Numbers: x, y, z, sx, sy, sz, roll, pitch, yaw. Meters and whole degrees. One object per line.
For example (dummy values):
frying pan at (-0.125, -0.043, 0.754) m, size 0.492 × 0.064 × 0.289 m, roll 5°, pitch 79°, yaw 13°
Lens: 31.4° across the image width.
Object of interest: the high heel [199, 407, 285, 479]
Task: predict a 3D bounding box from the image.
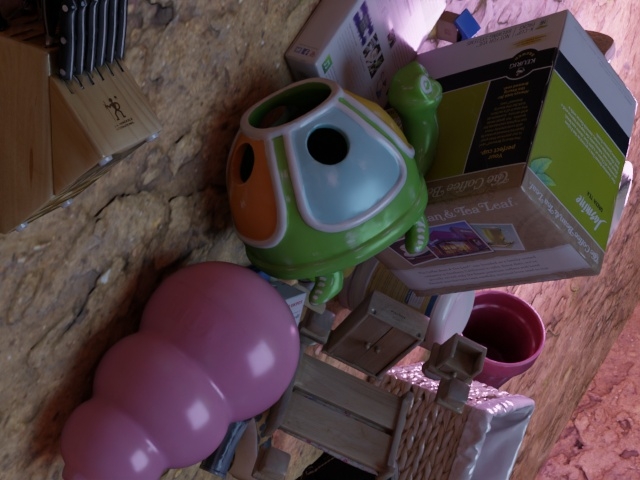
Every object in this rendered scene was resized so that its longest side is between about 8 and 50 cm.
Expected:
high heel at (-0.086, 0.286, 1.765) m, size 0.186 × 0.093 × 0.261 m, roll -69°, pitch 155°, yaw -10°

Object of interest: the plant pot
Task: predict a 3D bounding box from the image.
plant pot at (0.377, 0.239, 2.534) m, size 0.201 × 0.201 × 0.180 m, roll -49°, pitch 164°, yaw -35°

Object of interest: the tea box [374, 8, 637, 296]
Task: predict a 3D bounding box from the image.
tea box at (0.247, -0.117, 1.674) m, size 0.220 × 0.329 × 0.323 m, roll 42°, pitch 55°, yaw -33°

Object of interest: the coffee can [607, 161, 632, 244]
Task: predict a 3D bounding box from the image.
coffee can at (0.465, -0.106, 2.318) m, size 0.201 × 0.275 × 0.201 m, roll -44°, pitch 145°, yaw -42°

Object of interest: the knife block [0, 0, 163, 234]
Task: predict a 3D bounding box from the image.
knife block at (-0.273, -0.164, 1.077) m, size 0.275 × 0.242 × 0.088 m, roll -30°, pitch -177°, yaw 42°

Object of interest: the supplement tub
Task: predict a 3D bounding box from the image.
supplement tub at (0.146, 0.092, 1.933) m, size 0.144 × 0.199 × 0.144 m, roll -44°, pitch 146°, yaw -41°

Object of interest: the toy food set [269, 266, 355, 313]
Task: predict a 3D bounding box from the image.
toy food set at (0.000, 0.000, 1.682) m, size 0.192 × 0.132 × 0.038 m, roll -65°, pitch -162°, yaw -11°

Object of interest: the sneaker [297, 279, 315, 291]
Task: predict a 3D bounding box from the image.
sneaker at (0.031, -0.037, 1.764) m, size 0.091 × 0.094 × 0.258 m, roll 50°, pitch 62°, yaw -35°

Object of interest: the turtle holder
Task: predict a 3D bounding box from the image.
turtle holder at (0.029, -0.093, 1.478) m, size 0.243 × 0.320 × 0.227 m, roll -102°, pitch 171°, yaw -61°

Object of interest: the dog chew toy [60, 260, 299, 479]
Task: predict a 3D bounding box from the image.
dog chew toy at (-0.179, 0.179, 1.384) m, size 0.332 × 0.206 × 0.206 m, roll -45°, pitch 147°, yaw -25°

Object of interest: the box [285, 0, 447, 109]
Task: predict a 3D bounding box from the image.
box at (0.076, -0.309, 1.658) m, size 0.322 × 0.058 × 0.232 m, roll -57°, pitch 152°, yaw -20°

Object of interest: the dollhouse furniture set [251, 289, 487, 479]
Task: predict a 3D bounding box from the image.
dollhouse furniture set at (0.061, 0.281, 1.757) m, size 0.174 × 0.303 × 0.355 m, roll -50°, pitch -164°, yaw 53°

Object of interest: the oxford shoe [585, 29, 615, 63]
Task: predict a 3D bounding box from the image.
oxford shoe at (0.508, -0.323, 2.374) m, size 0.449 × 0.169 × 0.130 m, roll -41°, pitch 145°, yaw -53°

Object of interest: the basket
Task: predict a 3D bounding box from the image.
basket at (0.224, 0.428, 2.271) m, size 0.328 × 0.266 × 0.331 m, roll 7°, pitch 104°, yaw -64°

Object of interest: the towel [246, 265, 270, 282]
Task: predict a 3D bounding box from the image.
towel at (-0.107, 0.094, 1.639) m, size 0.067 × 0.029 × 0.119 m, roll -20°, pitch 128°, yaw -59°

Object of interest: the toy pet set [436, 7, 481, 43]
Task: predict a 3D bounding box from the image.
toy pet set at (0.250, -0.382, 1.928) m, size 0.114 × 0.065 × 0.122 m, roll -47°, pitch 147°, yaw -38°

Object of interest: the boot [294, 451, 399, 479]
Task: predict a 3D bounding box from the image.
boot at (-0.052, 0.469, 1.810) m, size 0.284 × 0.138 × 0.377 m, roll -30°, pitch 168°, yaw -47°

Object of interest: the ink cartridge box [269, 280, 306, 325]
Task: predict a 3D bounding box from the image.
ink cartridge box at (-0.075, 0.127, 1.631) m, size 0.088 × 0.052 × 0.122 m, roll -17°, pitch 124°, yaw -60°
